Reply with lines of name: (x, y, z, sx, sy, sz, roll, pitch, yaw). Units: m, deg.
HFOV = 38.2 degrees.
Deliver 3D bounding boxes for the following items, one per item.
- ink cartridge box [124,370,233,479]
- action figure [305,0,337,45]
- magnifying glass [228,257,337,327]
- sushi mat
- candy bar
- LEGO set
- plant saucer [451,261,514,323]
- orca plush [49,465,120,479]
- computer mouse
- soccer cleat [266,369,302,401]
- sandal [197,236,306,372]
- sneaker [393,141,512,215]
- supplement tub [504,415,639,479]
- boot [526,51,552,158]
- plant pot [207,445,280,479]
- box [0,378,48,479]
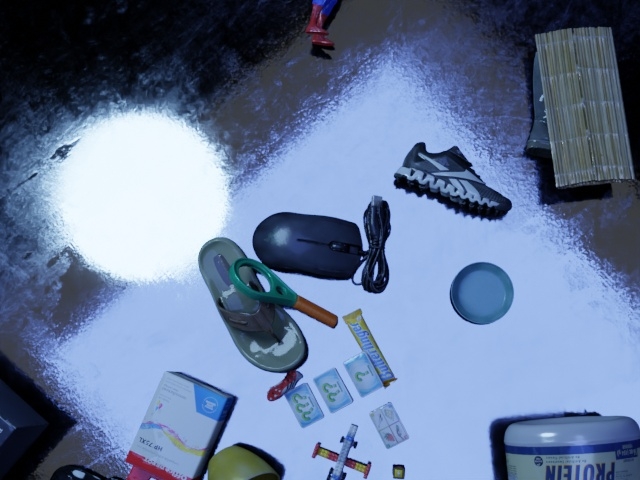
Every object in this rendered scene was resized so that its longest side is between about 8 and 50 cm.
ink cartridge box: (-0.274, 0.377, 1.744, 0.134, 0.078, 0.231, 22, 84, 7)
action figure: (0.067, -0.531, 1.854, 0.139, 0.091, 0.280, 9, 83, 11)
magnifying glass: (-0.070, 0.104, 1.755, 0.231, 0.092, 0.026, 28, 123, -14)
sushi mat: (0.500, -0.255, 1.754, 0.152, 0.019, 0.316, -4, 77, 1)
candy bar: (0.096, 0.208, 1.777, 0.040, 0.018, 0.161, -28, 80, -1)
LEGO set: (0.059, 0.357, 1.733, 0.183, 0.060, 0.244, -28, 81, 6)
plant saucer: (0.310, 0.101, 1.777, 0.119, 0.021, 0.119, 0, 82, 3)
orca plush: (-0.414, 0.543, 1.715, 0.151, 0.102, 0.287, -27, 81, -1)
computer mouse: (0.000, 0.000, 1.787, 0.272, 0.072, 0.188, 3, 83, 4)
soccer cleat: (-0.069, 0.280, 1.772, 0.083, 0.036, 0.029, -48, 53, 15)
sandal: (-0.144, 0.126, 1.768, 0.120, 0.086, 0.302, -36, 80, -4)
sneaker: (0.267, -0.126, 1.786, 0.234, 0.078, 0.106, 21, 86, 8)
supplement tub: (0.451, 0.475, 1.605, 0.236, 0.235, 0.324, -5, 81, 3)
boot: (0.497, -0.260, 1.802, 0.190, 0.076, 0.208, 12, 76, 3)
plant pot: (-0.156, 0.438, 1.714, 0.134, 0.134, 0.095, -37, 56, -2)
box: (-0.756, 0.375, 1.724, 0.312, 0.179, 0.343, 40, 86, 9)
